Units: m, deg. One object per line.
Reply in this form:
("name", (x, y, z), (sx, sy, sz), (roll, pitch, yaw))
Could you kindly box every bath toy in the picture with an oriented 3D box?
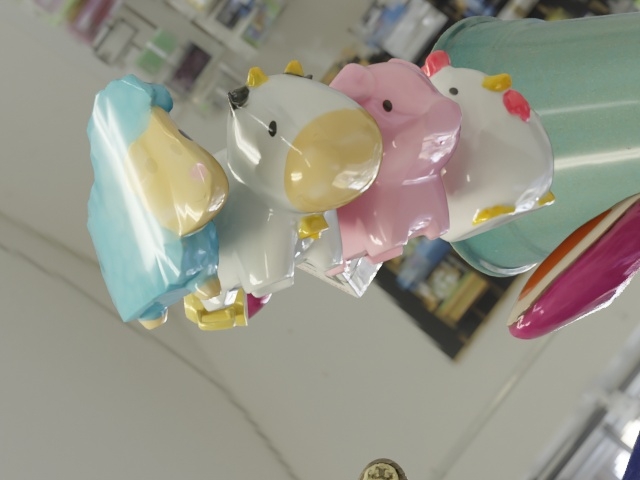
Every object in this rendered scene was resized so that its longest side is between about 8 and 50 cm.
("bath toy", (0.020, -0.051, 0.848), (0.348, 0.151, 0.129), (-13, -100, -46))

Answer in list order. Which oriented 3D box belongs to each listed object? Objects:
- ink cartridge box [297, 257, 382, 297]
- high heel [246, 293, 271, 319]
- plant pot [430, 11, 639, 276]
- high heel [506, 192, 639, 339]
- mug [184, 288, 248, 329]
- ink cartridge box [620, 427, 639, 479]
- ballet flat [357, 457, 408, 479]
("ink cartridge box", (0.000, 0.000, 1.519), (0.099, 0.056, 0.135), (26, 168, 26))
("high heel", (-0.152, 0.014, 1.711), (0.244, 0.117, 0.082), (31, -175, -40))
("plant pot", (0.348, -0.135, 1.707), (0.334, 0.341, 0.341), (-6, 153, 42))
("high heel", (0.355, 0.021, 1.345), (0.181, 0.377, 0.127), (53, 165, 0))
("mug", (-0.111, 0.062, 1.471), (0.064, 0.062, 0.078), (-4, 178, 0))
("ink cartridge box", (0.381, 0.287, 1.277), (0.307, 0.303, 0.072), (32, 164, -37))
("ballet flat", (0.075, 0.395, 1.799), (0.084, 0.250, 0.058), (0, 150, 12))
